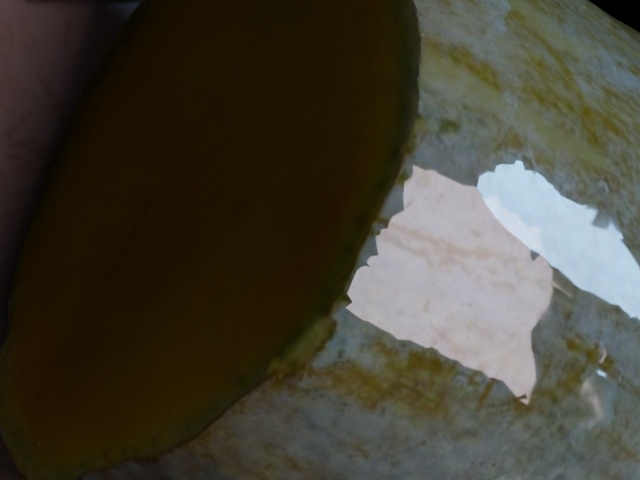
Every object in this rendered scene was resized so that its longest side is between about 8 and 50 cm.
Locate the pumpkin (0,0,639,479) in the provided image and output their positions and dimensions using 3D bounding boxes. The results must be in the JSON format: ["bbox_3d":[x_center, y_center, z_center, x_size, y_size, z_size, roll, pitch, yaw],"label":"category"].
[{"bbox_3d":[0.000,0.000,0.702,0.199,0.332,0.332,37,66,-31],"label":"pumpkin"}]
